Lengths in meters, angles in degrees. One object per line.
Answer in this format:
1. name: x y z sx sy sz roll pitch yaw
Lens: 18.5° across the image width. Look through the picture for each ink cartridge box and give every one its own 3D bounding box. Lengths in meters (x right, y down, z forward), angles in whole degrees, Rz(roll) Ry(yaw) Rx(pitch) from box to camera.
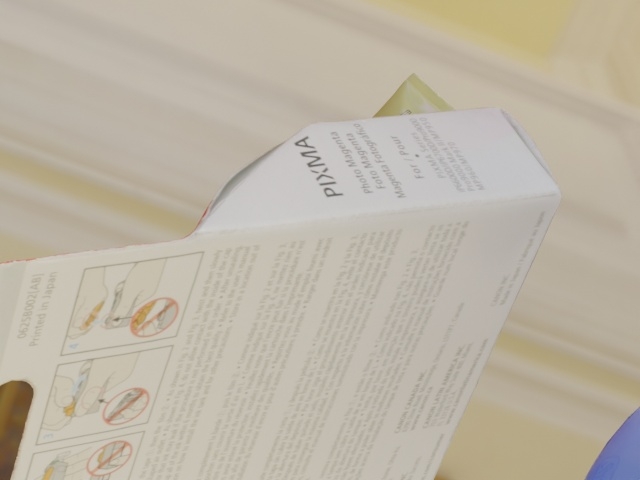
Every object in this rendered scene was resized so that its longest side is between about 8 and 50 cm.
1. ink cartridge box: -0.042 0.046 0.717 0.066 0.232 0.189 60 -38 40

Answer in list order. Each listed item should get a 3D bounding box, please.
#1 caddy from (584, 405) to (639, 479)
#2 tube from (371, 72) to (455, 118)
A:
1. caddy: 0.249 0.121 0.627 0.241 0.341 0.179 -57 138 -44
2. tube: 0.000 0.000 1.220 0.240 0.070 0.062 -42 -167 -5
